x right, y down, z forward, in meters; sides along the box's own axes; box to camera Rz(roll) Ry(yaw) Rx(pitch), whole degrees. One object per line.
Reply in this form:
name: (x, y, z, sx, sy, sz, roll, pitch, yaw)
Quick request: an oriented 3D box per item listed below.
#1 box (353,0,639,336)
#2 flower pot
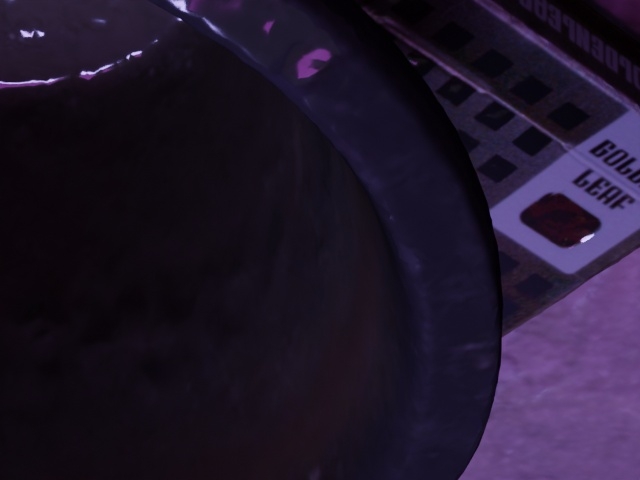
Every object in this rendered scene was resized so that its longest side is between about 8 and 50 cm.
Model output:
box: (0.001, 0.000, 0.828, 0.180, 0.047, 0.325, 31, 130, -27)
flower pot: (-0.121, -0.047, 0.633, 0.379, 0.251, 0.379, 1, 135, 1)
